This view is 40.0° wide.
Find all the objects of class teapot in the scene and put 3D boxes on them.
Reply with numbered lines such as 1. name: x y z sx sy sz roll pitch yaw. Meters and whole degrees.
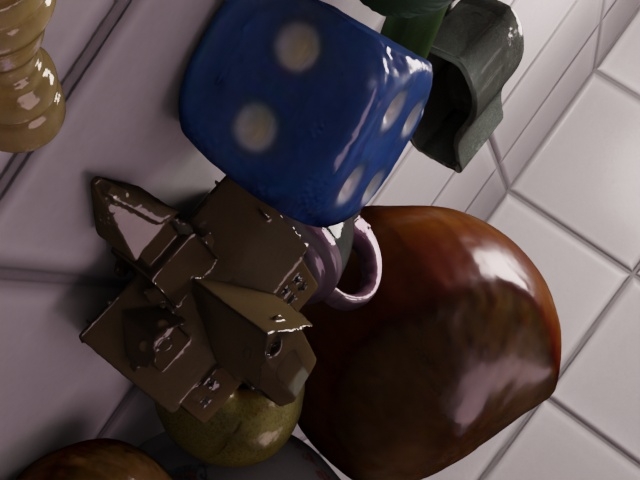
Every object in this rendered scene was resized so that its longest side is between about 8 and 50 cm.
1. teapot: 0.000 -0.008 0.909 0.146 0.148 0.116 -57 163 -47

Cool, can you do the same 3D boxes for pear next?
1. pear: -0.095 0.157 0.932 0.167 0.167 0.136 -42 -172 -36

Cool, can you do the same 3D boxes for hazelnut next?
1. hazelnut: 0.109 0.112 1.088 0.366 0.365 0.366 -49 164 -19
2. hazelnut: -0.230 0.286 0.820 0.208 0.208 0.208 -49 164 -19

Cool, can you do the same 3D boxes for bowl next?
1. bowl: -0.133 0.303 1.058 0.345 0.157 0.345 -20 162 -7

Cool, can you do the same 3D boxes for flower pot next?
1. flower pot: 0.172 -0.193 1.082 0.108 0.103 0.229 -49 163 -19

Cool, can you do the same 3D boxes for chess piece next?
1. chess piece: -0.151 -0.093 0.415 0.066 0.066 0.122 -47 168 -23

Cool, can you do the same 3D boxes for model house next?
1. model house: -0.103 0.028 0.686 0.181 0.176 0.248 -50 148 -11

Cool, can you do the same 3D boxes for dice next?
1. dice: -0.009 -0.103 0.654 0.146 0.143 0.146 -57 165 11

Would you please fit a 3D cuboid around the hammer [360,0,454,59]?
1. hammer: 0.084 -0.217 0.778 0.206 0.119 0.335 -46 170 -26
